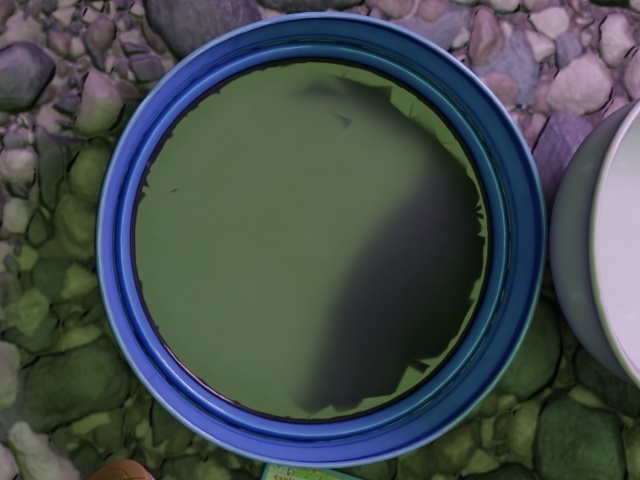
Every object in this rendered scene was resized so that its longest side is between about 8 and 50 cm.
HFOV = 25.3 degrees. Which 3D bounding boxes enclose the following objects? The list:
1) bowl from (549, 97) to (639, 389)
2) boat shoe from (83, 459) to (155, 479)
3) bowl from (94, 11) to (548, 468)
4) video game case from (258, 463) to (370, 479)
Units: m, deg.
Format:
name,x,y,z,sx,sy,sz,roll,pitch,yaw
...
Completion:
name,x,y,z,sx,sy,sz,roll,pitch,yaw
bowl,0.296,0.002,1.238,0.298,0.134,0.298,-1,91,-36
boat shoe,-0.232,0.302,1.194,0.277,0.098,0.096,-36,128,4
bowl,0.000,0.000,1.240,0.391,0.077,0.391,0,91,-10
video game case,-0.016,0.283,1.269,0.119,0.015,0.166,19,87,-8
